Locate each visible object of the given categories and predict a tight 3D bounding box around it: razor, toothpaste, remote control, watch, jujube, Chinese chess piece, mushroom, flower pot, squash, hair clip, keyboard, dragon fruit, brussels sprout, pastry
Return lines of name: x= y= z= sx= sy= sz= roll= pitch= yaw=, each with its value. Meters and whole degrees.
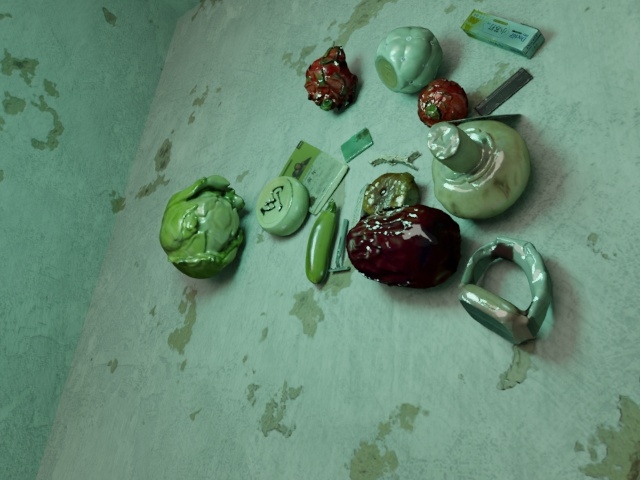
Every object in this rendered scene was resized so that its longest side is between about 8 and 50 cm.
razor: x=0.077 y=0.013 z=1.909 sx=0.084 sy=0.036 sz=0.211 roll=-11 pitch=61 yaw=36
toothpaste: x=0.623 y=-0.715 z=1.801 sx=0.089 sy=0.071 sz=0.313 roll=-53 pitch=43 yaw=12
remote control: x=0.150 y=-0.102 z=1.901 sx=0.073 sy=0.044 sz=0.229 roll=129 pitch=157 yaw=-62
watch: x=0.503 y=0.118 z=1.395 sx=0.241 sy=0.162 sz=0.253 roll=-49 pitch=45 yaw=-9
jujube: x=0.258 y=0.018 z=1.601 sx=0.377 sy=0.258 sz=0.258 roll=0 pitch=67 yaw=50
Chinese chess piece: x=-0.158 y=-0.142 z=2.144 sx=0.250 sy=0.101 sz=0.250 roll=-20 pitch=60 yaw=40
mushroom: x=0.434 y=-0.233 z=1.505 sx=0.314 sy=0.336 sz=0.314 roll=-14 pitch=65 yaw=33
flower pot: x=0.319 y=-0.663 z=1.923 sx=0.195 sy=0.246 sz=0.246 roll=-36 pitch=42 yaw=-12
squash: x=0.000 y=0.000 z=1.952 sx=0.094 sy=0.094 sz=0.340 roll=-4 pitch=67 yaw=41
hair clip: x=0.267 y=-0.300 z=1.914 sx=0.226 sy=0.034 sz=0.072 roll=13 pitch=73 yaw=47
keyboard: x=0.604 y=-0.486 z=1.725 sx=0.195 sy=0.018 sz=0.060 roll=-40 pitch=53 yaw=19
dragon fruit: x=0.415 y=-0.460 z=1.770 sx=0.172 sy=0.172 sz=0.209 roll=-24 pitch=33 yaw=31
brussels sprout: x=-0.535 y=-0.053 z=2.283 sx=0.361 sy=0.342 sz=0.425 roll=-9 pitch=61 yaw=38
dragon fruit: x=0.054 y=-0.689 z=2.200 sx=0.234 sy=0.234 sz=0.293 roll=21 pitch=86 yaw=47
pastry: x=0.243 y=-0.136 z=1.795 sx=0.229 sy=0.100 sz=0.218 roll=-44 pitch=45 yaw=17

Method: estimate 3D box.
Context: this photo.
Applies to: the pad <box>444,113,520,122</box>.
pad: x=0.506 y=-0.381 z=1.623 sx=0.156 sy=0.232 sz=0.004 roll=2 pitch=103 yaw=43

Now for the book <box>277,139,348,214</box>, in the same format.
book: x=-0.049 y=-0.271 z=2.188 sx=0.239 sy=0.035 sz=0.352 roll=-57 pitch=43 yaw=6

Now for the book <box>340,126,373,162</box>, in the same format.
book: x=0.143 y=-0.384 z=2.088 sx=0.135 sy=0.017 sz=0.103 roll=-34 pitch=49 yaw=24
